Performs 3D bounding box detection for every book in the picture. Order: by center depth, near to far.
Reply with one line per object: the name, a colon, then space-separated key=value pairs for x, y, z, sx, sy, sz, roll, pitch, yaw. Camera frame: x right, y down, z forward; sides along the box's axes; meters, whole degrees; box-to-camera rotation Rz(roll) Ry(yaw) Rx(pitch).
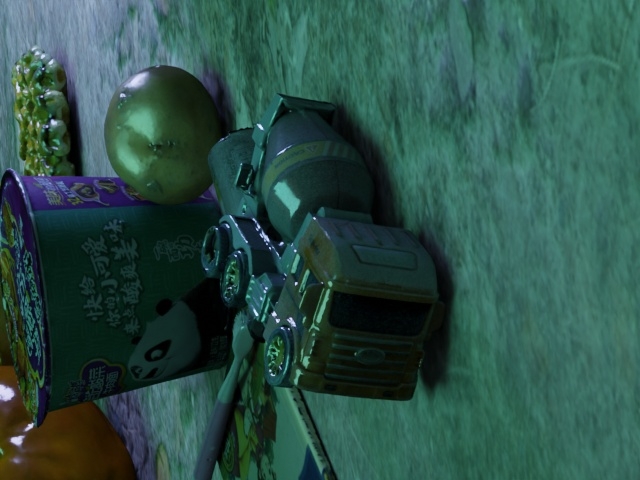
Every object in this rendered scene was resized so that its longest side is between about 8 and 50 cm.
book: x=-0.035 y=0.228 z=1.442 sx=0.322 sy=0.018 sz=0.228 roll=-115 pitch=27 yaw=-42

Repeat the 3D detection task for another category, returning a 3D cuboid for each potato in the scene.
potato: x=-0.143 y=-0.103 z=1.525 sx=0.112 sy=0.112 sz=0.147 roll=115 pitch=140 yaw=-55

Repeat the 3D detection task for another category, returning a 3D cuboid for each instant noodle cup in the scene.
instant noodle cup: x=-0.200 y=0.045 z=1.591 sx=0.251 sy=0.190 sz=0.251 roll=173 pitch=90 yaw=-71

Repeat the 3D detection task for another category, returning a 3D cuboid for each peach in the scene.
peach: x=-0.381 y=0.331 z=1.996 sx=0.301 sy=0.343 sz=0.342 roll=67 pitch=-179 yaw=-54

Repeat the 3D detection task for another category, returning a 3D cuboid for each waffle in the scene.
waffle: x=-0.371 y=-0.153 z=2.207 sx=0.204 sy=0.054 sz=0.223 roll=-161 pitch=65 yaw=-68

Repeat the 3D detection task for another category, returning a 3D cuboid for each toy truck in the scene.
toy truck: x=0.000 y=0.000 z=1.162 sx=0.256 sy=0.108 sz=0.140 roll=-124 pitch=47 yaw=-58

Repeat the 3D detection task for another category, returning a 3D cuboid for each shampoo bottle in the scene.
shampoo bottle: x=-0.038 y=0.012 z=1.317 sx=0.072 sy=0.072 sz=0.214 roll=114 pitch=145 yaw=-54

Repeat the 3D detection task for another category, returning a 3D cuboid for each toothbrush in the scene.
toothbrush: x=-0.093 y=0.158 z=1.528 sx=0.286 sy=0.020 sz=0.025 roll=108 pitch=158 yaw=-47

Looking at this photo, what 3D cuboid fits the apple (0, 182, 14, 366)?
apple: x=-0.448 y=0.044 z=2.180 sx=0.246 sy=0.246 sz=0.226 roll=-132 pitch=21 yaw=-58
